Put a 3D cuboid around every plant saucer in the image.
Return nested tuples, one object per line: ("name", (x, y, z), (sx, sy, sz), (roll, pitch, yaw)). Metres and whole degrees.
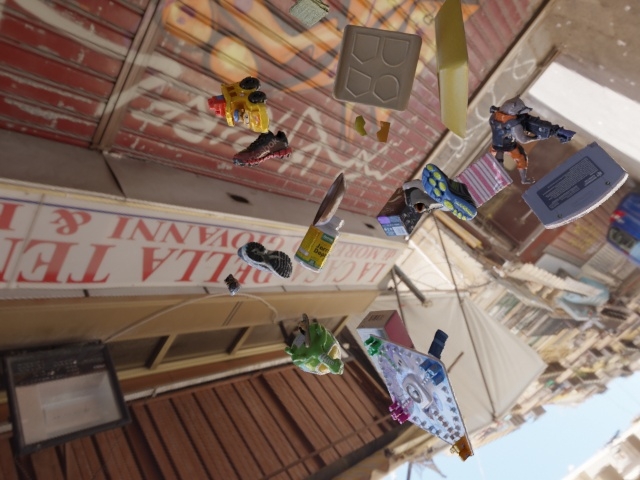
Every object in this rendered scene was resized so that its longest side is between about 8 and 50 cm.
("plant saucer", (0.419, -0.553, 1.356), (0.333, 0.080, 0.333), (59, -149, -58))
("plant saucer", (0.035, -0.123, 1.344), (0.036, 0.199, 0.199), (29, -158, -8))

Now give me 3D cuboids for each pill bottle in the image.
("pill bottle", (0.000, 0.000, 1.507), (0.117, 0.209, 0.117), (29, -175, -3))

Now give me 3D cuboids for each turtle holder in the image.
("turtle holder", (0.001, 0.543, 2.086), (0.227, 0.320, 0.244), (41, -130, -22))

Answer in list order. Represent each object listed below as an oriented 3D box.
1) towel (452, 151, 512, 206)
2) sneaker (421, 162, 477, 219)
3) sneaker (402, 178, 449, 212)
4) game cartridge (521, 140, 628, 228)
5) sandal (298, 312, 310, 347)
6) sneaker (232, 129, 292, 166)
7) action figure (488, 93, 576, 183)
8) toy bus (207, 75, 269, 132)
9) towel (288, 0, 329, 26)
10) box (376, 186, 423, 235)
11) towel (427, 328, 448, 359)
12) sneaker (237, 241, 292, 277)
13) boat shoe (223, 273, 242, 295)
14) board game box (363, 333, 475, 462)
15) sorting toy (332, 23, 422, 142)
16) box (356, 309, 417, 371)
("towel", (0.587, -0.212, 1.557), (0.144, 0.197, 0.029), (50, -155, -1))
("sneaker", (0.347, -0.134, 1.133), (0.188, 0.067, 0.078), (42, -137, -1))
("sneaker", (0.415, -0.149, 1.626), (0.271, 0.100, 0.108), (13, -106, -36))
("game cartridge", (0.892, -0.184, 1.483), (0.062, 0.297, 0.198), (17, -139, -42))
("sandal", (-0.079, 0.429, 2.019), (0.048, 0.072, 0.180), (2, -128, -11))
("sneaker", (-0.253, -0.399, 1.793), (0.275, 0.135, 0.097), (-21, -150, -25))
("action figure", (0.716, -0.356, 1.528), (0.178, 0.331, 0.341), (-28, -145, -19))
("toy bus", (-0.312, -0.505, 1.593), (0.211, 0.150, 0.220), (-15, -127, -15))
("towel", (-0.042, -0.841, 1.531), (0.110, 0.027, 0.148), (20, 170, -30))
("box", (0.459, -0.166, 2.327), (0.270, 0.165, 0.143), (-52, -59, -30))
("towel", (0.497, 0.440, 1.771), (0.067, 0.120, 0.029), (37, 159, -21))
("sneaker", (-0.247, 0.087, 1.888), (0.283, 0.122, 0.110), (34, -119, -33))
("boat shoe", (-0.422, 0.209, 1.994), (0.083, 0.065, 0.183), (48, 172, -7))
("board game box", (0.338, 0.555, 1.518), (0.389, 0.050, 0.390), (4, 119, 60))
("sorting toy", (0.155, -0.458, 1.246), (0.228, 0.308, 0.041), (12, -166, 5))
("box", (0.279, 0.418, 1.743), (0.127, 0.148, 0.233), (-41, -71, -43))
